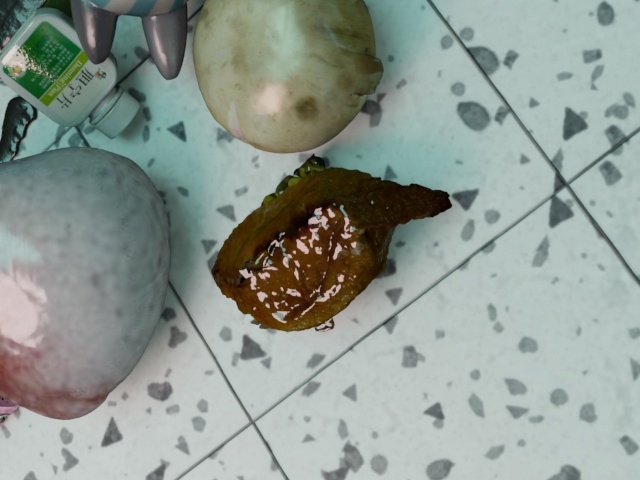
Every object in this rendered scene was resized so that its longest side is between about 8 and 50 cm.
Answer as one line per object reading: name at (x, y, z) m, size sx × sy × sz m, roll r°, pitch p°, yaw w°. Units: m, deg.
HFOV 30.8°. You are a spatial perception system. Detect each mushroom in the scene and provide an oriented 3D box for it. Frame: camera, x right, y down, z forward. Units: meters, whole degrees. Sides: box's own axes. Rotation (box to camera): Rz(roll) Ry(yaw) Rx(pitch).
mushroom at (-0.039, -0.223, 1.412) m, size 0.255 × 0.184 × 0.255 m, roll -1°, pitch 86°, yaw 21°

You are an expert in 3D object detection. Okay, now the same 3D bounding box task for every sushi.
sushi at (-0.003, 0.000, 1.404) m, size 0.167 × 0.179 × 0.296 m, roll 44°, pitch 121°, yaw -3°

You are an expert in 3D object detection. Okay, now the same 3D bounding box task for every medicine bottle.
medicine bottle at (-0.331, -0.216, 1.551) m, size 0.183 × 0.069 × 0.119 m, roll 39°, pitch 100°, yaw -23°

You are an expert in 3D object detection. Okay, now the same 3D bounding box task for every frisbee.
frisbee at (-0.486, -0.094, 1.699) m, size 0.187 × 0.012 × 0.211 m, roll -10°, pitch 83°, yaw 24°

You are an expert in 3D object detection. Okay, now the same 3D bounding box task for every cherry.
cherry at (-0.334, 0.036, 1.477) m, size 0.326 × 0.291 × 0.335 m, roll -38°, pitch 83°, yaw -12°

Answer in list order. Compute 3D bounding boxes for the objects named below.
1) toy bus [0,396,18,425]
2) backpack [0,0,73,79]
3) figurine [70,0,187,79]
toy bus at (-0.510, 0.180, 1.662) m, size 0.090 × 0.063 × 0.203 m, roll -47°, pitch 67°, yaw 17°
backpack at (-0.443, -0.353, 1.631) m, size 0.207 × 0.140 × 0.253 m, roll -50°, pitch 62°, yaw 13°
figurine at (-0.175, -0.396, 1.467) m, size 0.361 × 0.266 × 0.377 m, roll 9°, pitch 116°, yaw 40°
